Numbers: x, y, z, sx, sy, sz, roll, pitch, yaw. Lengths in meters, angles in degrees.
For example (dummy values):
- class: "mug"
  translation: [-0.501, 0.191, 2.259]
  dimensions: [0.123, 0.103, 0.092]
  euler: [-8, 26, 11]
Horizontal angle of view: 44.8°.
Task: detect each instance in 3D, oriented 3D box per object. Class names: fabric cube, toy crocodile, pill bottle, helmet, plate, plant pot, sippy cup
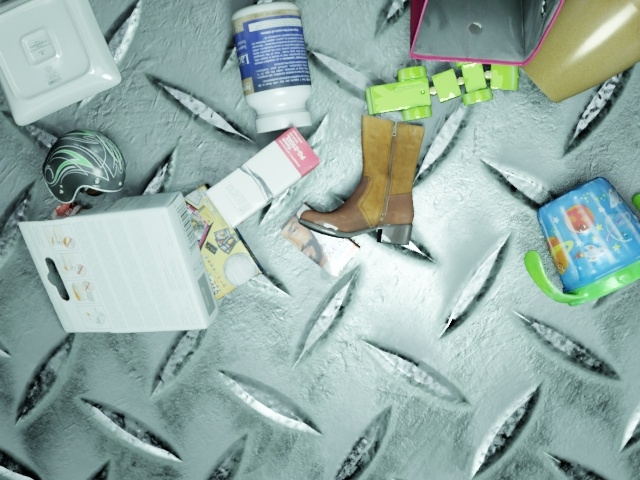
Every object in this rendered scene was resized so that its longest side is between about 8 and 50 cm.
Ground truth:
- class: "fabric cube"
  translation: [0.323, -0.531, 1.553]
  dimensions: [0.259, 0.254, 0.258]
  euler: [4, 71, -1]
- class: "toy crocodile"
  translation: [0.269, -0.337, 1.711]
  dimensions: [0.341, 0.105, 0.115]
  euler: [-13, 94, 9]
- class: "pill bottle"
  translation: [-0.100, -0.373, 1.694]
  dimensions: [0.153, 0.153, 0.264]
  euler: [-9, 95, 4]
- class: "helmet"
  translation: [-0.523, -0.167, 1.740]
  dimensions: [0.162, 0.169, 0.169]
  euler: [-29, 94, 23]
- class: "plate"
  translation: [-0.634, -0.438, 1.774]
  dimensions: [0.277, 0.045, 0.277]
  euler: [-22, 95, 5]
- class: "plant pot"
  translation: [0.553, -0.419, 1.629]
  dimensions: [0.237, 0.237, 0.254]
  euler: [46, 111, -2]
- class: "sippy cup"
  translation: [0.588, -0.008, 1.672]
  dimensions: [0.240, 0.305, 0.224]
  euler: [-31, 82, 34]

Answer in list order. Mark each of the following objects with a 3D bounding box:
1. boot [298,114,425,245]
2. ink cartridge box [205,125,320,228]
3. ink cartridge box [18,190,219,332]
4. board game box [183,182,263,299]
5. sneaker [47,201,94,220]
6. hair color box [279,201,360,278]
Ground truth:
- class: "boot"
  translation: [0.092, -0.140, 1.710]
  dimensions: [0.264, 0.096, 0.280]
  euler: [6, 88, -5]
- class: "ink cartridge box"
  translation: [-0.128, -0.132, 1.694]
  dimensions: [0.237, 0.172, 0.100]
  euler: [-37, 93, -5]
- class: "ink cartridge box"
  translation: [-0.451, 0.060, 1.752]
  dimensions: [0.385, 0.091, 0.308]
  euler: [-4, 118, 20]
- class: "board game box"
  translation: [-0.267, 0.012, 1.805]
  dimensions: [0.165, 0.042, 0.243]
  euler: [-32, 94, 6]
- class: "sneaker"
  translation: [-0.523, -0.049, 1.789]
  dimensions: [0.270, 0.090, 0.145]
  euler: [-35, 96, 9]
- class: "hair color box"
  translation: [0.000, 0.000, 1.782]
  dimensions: [0.167, 0.053, 0.093]
  euler: [39, 98, 0]
